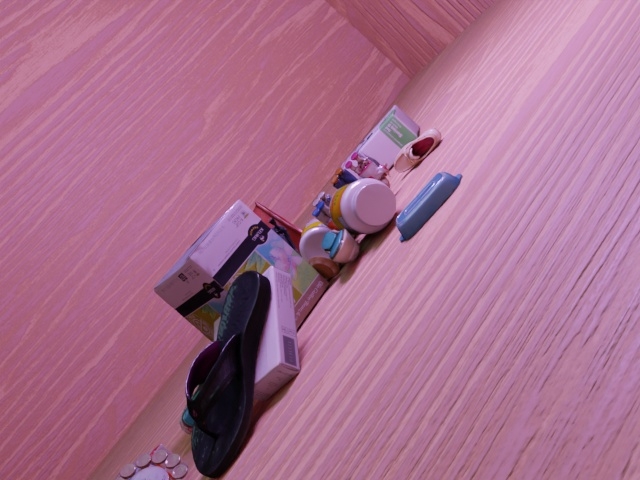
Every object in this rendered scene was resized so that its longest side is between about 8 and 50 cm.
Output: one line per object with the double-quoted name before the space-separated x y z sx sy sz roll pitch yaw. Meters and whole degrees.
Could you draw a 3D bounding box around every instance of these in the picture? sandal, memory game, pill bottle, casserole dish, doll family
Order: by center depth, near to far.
"sandal" -0.212 0.259 1.515 0.167 0.107 0.446 -25 46 43
"casserole dish" 0.219 -0.078 1.537 0.188 0.037 0.114 -47 8 8
"memory game" -0.377 0.536 1.600 0.186 0.012 0.186 -11 34 8
"pill bottle" 0.109 -0.084 1.831 0.136 0.136 0.245 -50 7 -7
"doll family" 0.088 -0.110 2.024 0.263 0.163 0.118 -55 18 -7
"pill bottle" 0.000 0.000 2.136 0.117 0.117 0.215 -48 7 9

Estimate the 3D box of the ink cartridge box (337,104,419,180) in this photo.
"ink cartridge box" 0.198 -0.305 2.512 0.289 0.121 0.211 -47 7 19

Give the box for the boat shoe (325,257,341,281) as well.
"boat shoe" -0.017 0.088 1.953 0.190 0.072 0.068 -42 10 42

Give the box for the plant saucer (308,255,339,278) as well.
"plant saucer" 0.007 0.072 1.860 0.083 0.083 0.015 -41 22 50

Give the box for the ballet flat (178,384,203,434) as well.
"ballet flat" -0.293 0.411 1.933 0.241 0.091 0.077 -50 -16 -37

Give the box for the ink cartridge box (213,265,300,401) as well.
"ink cartridge box" -0.147 0.229 1.609 0.239 0.060 0.275 -45 35 31

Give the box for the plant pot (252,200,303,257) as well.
"plant pot" -0.177 0.051 2.475 0.265 0.272 0.272 -57 7 1

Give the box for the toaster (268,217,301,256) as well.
"toaster" -0.153 0.059 2.277 0.146 0.227 0.129 -29 2 29

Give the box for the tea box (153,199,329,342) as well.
"tea box" -0.211 0.121 1.913 0.220 0.323 0.329 -54 10 -30

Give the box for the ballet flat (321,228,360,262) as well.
"ballet flat" 0.060 0.015 1.843 0.086 0.086 0.248 -49 10 2

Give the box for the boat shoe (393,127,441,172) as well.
"boat shoe" 0.263 -0.247 2.047 0.170 0.063 0.059 -44 3 32

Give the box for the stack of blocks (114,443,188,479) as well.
"stack of blocks" -0.450 0.617 1.756 0.297 0.087 0.171 -42 10 45
